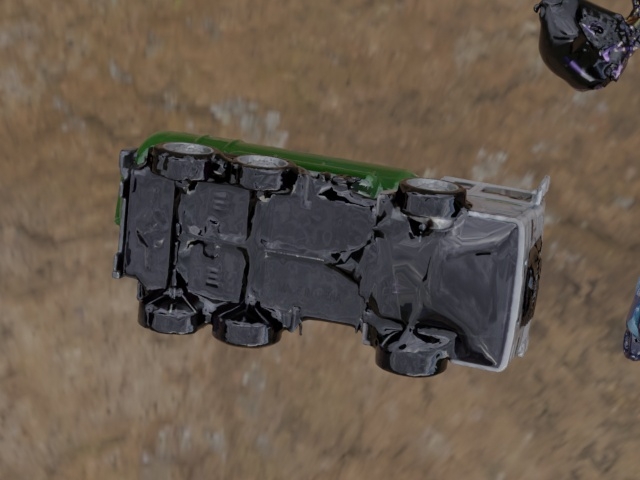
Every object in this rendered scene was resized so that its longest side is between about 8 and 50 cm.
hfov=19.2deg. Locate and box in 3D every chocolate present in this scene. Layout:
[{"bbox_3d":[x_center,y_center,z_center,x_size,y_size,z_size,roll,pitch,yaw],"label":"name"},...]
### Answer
[{"bbox_3d":[0.195,-0.144,1.241,0.147,0.070,0.072,-23,96,-28],"label":"chocolate"}]

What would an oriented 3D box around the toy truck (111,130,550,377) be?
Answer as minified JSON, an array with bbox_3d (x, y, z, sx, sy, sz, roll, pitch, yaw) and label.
[{"bbox_3d":[0.000,0.000,1.010,0.242,0.125,0.101,10,104,17],"label":"toy truck"}]

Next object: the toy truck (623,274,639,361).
[{"bbox_3d":[0.245,0.034,1.257,0.063,0.136,0.074,8,68,-8],"label":"toy truck"}]
